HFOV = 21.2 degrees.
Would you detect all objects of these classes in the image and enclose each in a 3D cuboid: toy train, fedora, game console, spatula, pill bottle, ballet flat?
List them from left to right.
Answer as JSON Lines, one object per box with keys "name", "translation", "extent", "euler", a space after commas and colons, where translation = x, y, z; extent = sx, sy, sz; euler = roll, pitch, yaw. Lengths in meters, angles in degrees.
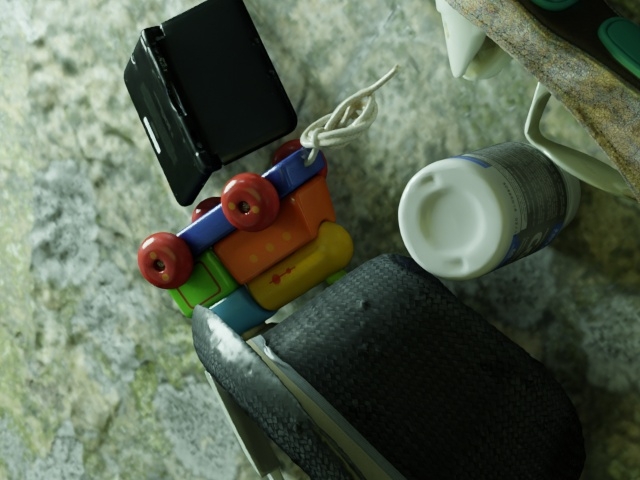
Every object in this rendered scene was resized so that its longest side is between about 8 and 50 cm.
{"name": "game console", "translation": [-0.084, -0.104, 1.268], "extent": [0.122, 0.071, 0.107], "euler": [65, 152, 16]}
{"name": "spatula", "translation": [-0.021, 0.197, 1.234], "extent": [0.019, 0.168, 0.242], "euler": [-29, 89, -8]}
{"name": "toy train", "translation": [0.000, 0.000, 1.206], "extent": [0.248, 0.105, 0.143], "euler": [-33, 94, 31]}
{"name": "fedora", "translation": [0.072, 0.122, 1.113], "extent": [0.152, 0.334, 0.334], "euler": [-45, 75, -3]}
{"name": "pill bottle", "translation": [0.114, -0.023, 1.108], "extent": [0.078, 0.137, 0.078], "euler": [7, 103, 30]}
{"name": "ballet flat", "translation": [0.146, -0.120, 1.093], "extent": [0.316, 0.107, 0.106], "euler": [48, 126, 14]}
